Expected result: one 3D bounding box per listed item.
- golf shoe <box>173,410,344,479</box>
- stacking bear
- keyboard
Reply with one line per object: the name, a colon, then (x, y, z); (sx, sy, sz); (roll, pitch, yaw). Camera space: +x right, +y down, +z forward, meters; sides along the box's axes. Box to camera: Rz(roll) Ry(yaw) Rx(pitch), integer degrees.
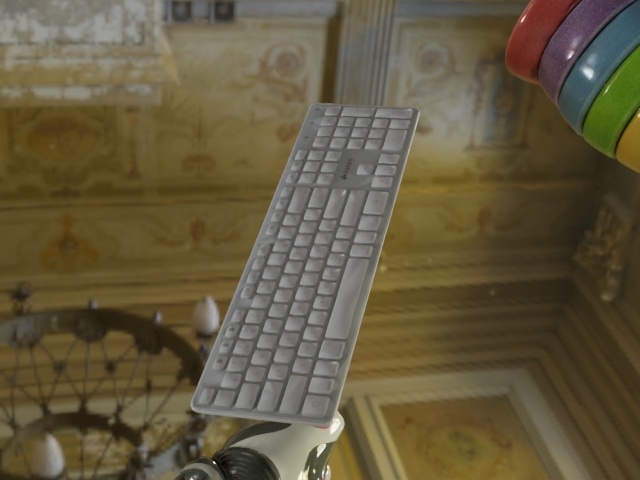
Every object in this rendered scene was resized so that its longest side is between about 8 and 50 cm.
golf shoe: (-0.045, 0.203, 0.818); (0.105, 0.273, 0.120); (45, -116, 10)
stacking bear: (0.323, -0.125, 1.000); (0.164, 0.175, 0.289); (-29, -116, -34)
keyboard: (0.000, 0.000, 0.619); (0.072, 0.014, 0.256); (0, -138, 18)
